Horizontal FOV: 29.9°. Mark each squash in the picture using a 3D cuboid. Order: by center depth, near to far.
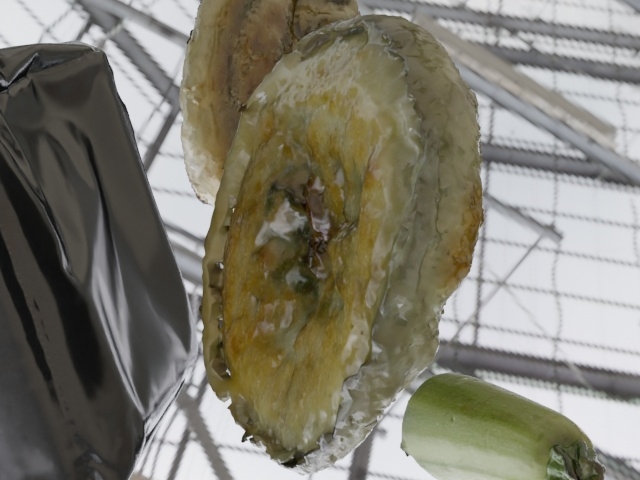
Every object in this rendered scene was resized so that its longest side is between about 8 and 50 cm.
[{"bbox_3d":[0.226,0.227,1.290,0.137,0.137,0.287,5,-179,-35],"label":"squash"}]

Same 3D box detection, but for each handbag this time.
[{"bbox_3d":[-0.222,0.020,0.847,0.275,0.178,0.302,-70,-35,-69],"label":"handbag"}]

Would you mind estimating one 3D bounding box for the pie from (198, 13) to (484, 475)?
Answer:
[{"bbox_3d":[0.000,0.000,0.697,0.055,0.274,0.274,11,-139,-30],"label":"pie"}]

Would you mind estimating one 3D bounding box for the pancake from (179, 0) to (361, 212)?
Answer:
[{"bbox_3d":[-0.036,-0.191,1.501,0.082,0.387,0.387,6,-162,35],"label":"pancake"}]
